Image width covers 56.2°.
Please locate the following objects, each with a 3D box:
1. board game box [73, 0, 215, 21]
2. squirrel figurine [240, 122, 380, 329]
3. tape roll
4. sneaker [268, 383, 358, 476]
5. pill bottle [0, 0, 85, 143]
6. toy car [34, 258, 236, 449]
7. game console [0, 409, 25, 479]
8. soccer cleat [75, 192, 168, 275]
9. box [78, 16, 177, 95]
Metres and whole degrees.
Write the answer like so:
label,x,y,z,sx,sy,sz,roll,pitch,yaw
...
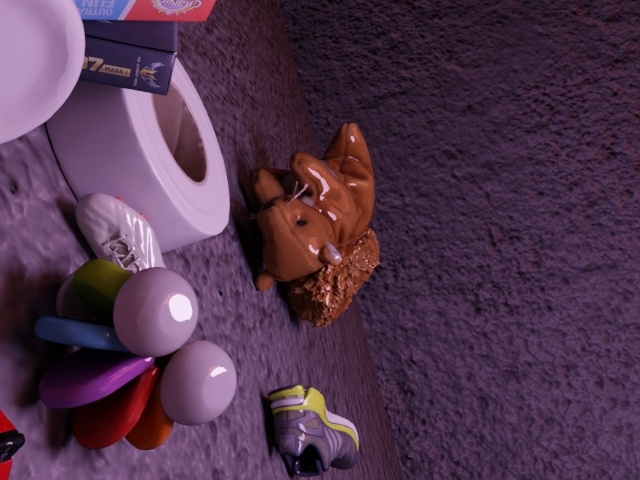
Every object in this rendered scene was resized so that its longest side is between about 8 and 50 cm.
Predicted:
label,x,y,z,sx,sy,sz,roll,pitch,yaw
board game box,-0.257,-0.360,0.571,0.064,0.242,0.316,-39,-112,55
squirrel figurine,0.000,0.000,1.294,0.370,0.281,0.396,-75,144,-61
tape roll,-0.221,-0.127,0.768,0.286,0.100,0.286,-17,90,-80
sneaker,-0.013,0.368,1.075,0.300,0.111,0.121,53,30,-46
pill bottle,-0.255,-0.173,0.367,0.229,0.131,0.131,49,1,22
toy car,-0.178,0.108,0.532,0.136,0.159,0.181,-44,122,-38
game console,-0.256,0.141,0.344,0.124,0.085,0.144,42,3,13
soccer cleat,-0.206,0.033,0.666,0.076,0.068,0.196,-92,164,-48
box,-0.248,-0.262,0.636,0.059,0.184,0.232,120,-31,-46
